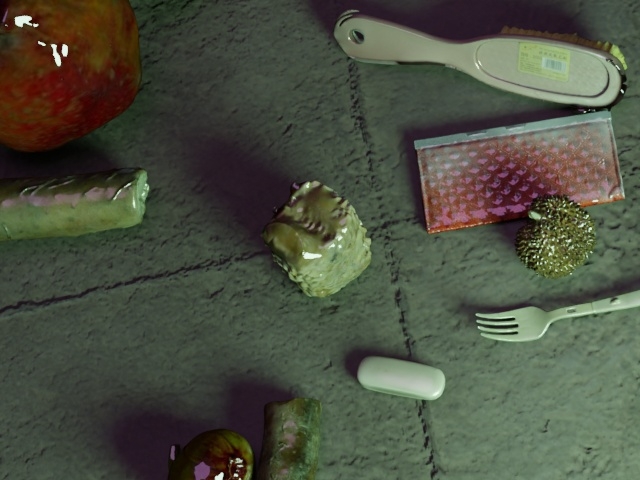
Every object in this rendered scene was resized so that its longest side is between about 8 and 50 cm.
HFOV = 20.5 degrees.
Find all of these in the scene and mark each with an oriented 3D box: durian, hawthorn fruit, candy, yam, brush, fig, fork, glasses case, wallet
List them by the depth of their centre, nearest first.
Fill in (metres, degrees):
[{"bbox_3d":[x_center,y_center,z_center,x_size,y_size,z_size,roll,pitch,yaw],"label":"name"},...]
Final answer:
[{"bbox_3d":[-0.029,0.257,1.588,0.061,0.061,0.252,-5,61,9],"label":"yam"},{"bbox_3d":[-0.108,0.217,1.625,0.098,0.082,0.084,-21,69,46],"label":"fig"},{"bbox_3d":[0.075,0.128,1.655,0.083,0.021,0.032,9,65,16],"label":"glasses case"},{"bbox_3d":[0.255,0.063,1.656,0.219,0.028,0.034,-11,54,1],"label":"fork"},{"bbox_3d":[0.216,-0.005,1.660,0.080,0.091,0.080,-22,53,32],"label":"durian"},{"bbox_3d":[0.000,0.000,1.688,0.095,0.110,0.085,-43,58,-9],"label":"candy"},{"bbox_3d":[0.194,-0.068,1.734,0.197,0.020,0.103,-10,61,6],"label":"wallet"},{"bbox_3d":[-0.289,-0.193,1.767,0.208,0.248,0.208,0,87,7],"label":"hawthorn fruit"},{"bbox_3d":[0.163,-0.193,1.789,0.313,0.072,0.067,12,36,22],"label":"brush"},{"bbox_3d":[-0.328,-0.027,1.791,0.317,0.067,0.071,-6,20,8],"label":"yam"}]
